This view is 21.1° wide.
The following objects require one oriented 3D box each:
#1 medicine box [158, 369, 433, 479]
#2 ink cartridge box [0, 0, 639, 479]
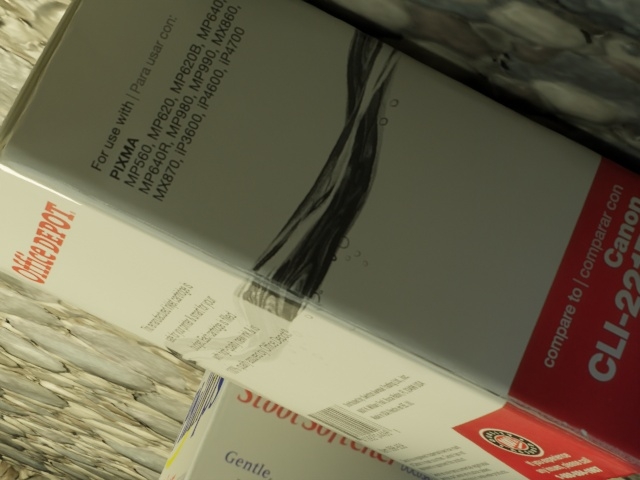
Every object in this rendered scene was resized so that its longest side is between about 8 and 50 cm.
[{"bbox_3d":[-0.023,0.175,0.979,0.149,0.289,0.263,23,163,-5],"label":"medicine box"},{"bbox_3d":[0.000,0.000,0.730,0.273,0.114,0.197,26,164,-8],"label":"ink cartridge box"}]
